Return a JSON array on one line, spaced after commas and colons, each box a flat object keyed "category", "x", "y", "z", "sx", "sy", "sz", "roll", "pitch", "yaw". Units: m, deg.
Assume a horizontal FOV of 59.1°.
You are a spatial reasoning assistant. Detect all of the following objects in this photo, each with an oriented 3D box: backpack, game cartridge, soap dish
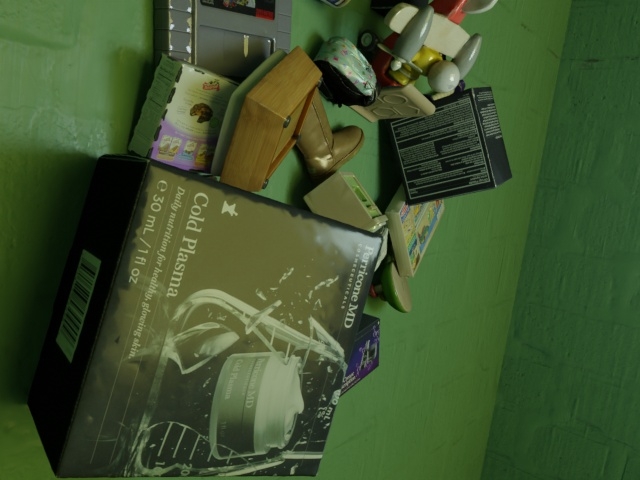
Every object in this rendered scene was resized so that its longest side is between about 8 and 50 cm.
[{"category": "backpack", "x": 0.060, "y": -0.436, "z": 1.468, "sx": 0.182, "sy": 0.152, "sz": 0.115, "roll": 38, "pitch": 71, "yaw": -37}, {"category": "game cartridge", "x": -0.187, "y": -0.460, "z": 1.181, "sx": 0.355, "sy": 0.068, "sz": 0.230, "roll": -15, "pitch": 117, "yaw": -51}, {"category": "soap dish", "x": -0.106, "y": -0.251, "z": 1.181, "sx": 0.229, "sy": 0.118, "sz": 0.291, "roll": -64, "pitch": 179, "yaw": 40}]

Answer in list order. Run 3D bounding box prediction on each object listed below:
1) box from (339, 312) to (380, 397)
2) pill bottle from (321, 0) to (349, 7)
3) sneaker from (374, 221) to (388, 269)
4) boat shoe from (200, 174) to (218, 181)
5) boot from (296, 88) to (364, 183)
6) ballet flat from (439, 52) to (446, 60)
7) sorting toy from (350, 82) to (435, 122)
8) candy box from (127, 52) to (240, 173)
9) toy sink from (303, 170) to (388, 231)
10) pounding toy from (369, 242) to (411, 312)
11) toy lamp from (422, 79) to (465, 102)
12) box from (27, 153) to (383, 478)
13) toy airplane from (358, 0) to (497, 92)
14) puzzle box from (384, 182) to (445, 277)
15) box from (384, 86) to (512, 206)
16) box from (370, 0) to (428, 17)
[{"category": "box", "x": 0.079, "y": 0.360, "z": 1.786, "sx": 0.261, "sy": 0.103, "sz": 0.184, "roll": -24, "pitch": 117, "yaw": -48}, {"category": "pill bottle", "x": 0.003, "y": -0.630, "z": 1.352, "sx": 0.169, "sy": 0.094, "sz": 0.094, "roll": -1, "pitch": 102, "yaw": -54}, {"category": "sneaker", "x": 0.170, "y": 0.050, "z": 1.808, "sx": 0.232, "sy": 0.090, "sz": 0.115, "roll": -62, "pitch": 151, "yaw": -30}, {"category": "boat shoe", "x": -0.288, "y": -0.121, "z": 1.150, "sx": 0.190, "sy": 0.068, "sz": 0.072, "roll": -23, "pitch": 108, "yaw": -49}, {"category": "boot", "x": 0.008, "y": -0.315, "z": 1.472, "sx": 0.236, "sy": 0.089, "sz": 0.269, "roll": -53, "pitch": 138, "yaw": -30}, {"category": "ballet flat", "x": 0.426, "y": -0.646, "z": 1.971, "sx": 0.057, "sy": 0.049, "sz": 0.173, "roll": -41, "pitch": 132, "yaw": -38}, {"category": "sorting toy", "x": 0.197, "y": -0.394, "z": 1.609, "sx": 0.193, "sy": 0.208, "sz": 0.038, "roll": 17, "pitch": 74, "yaw": -55}, {"category": "candy box", "x": -0.258, "y": -0.239, "z": 1.097, "sx": 0.165, "sy": 0.070, "sz": 0.196, "roll": 4, "pitch": 115, "yaw": -54}, {"category": "toy sink", "x": 0.089, "y": -0.058, "z": 1.497, "sx": 0.234, "sy": 0.131, "sz": 0.153, "roll": 56, "pitch": 18, "yaw": 5}, {"category": "pounding toy", "x": 0.231, "y": 0.151, "z": 1.947, "sx": 0.183, "sy": 0.110, "sz": 0.237, "roll": 59, "pitch": 24, "yaw": -32}, {"category": "toy lamp", "x": 0.435, "y": -0.519, "z": 2.001, "sx": 0.275, "sy": 0.080, "sz": 0.080, "roll": -37, "pitch": 129, "yaw": -44}, {"category": "box", "x": -0.202, "y": 0.142, "z": 1.031, "sx": 0.472, "sy": 0.297, "sz": 0.479, "roll": 16, "pitch": 89, "yaw": -36}, {"category": "toy airplane", "x": 0.316, "y": -0.534, "z": 1.523, "sx": 0.386, "sy": 0.272, "sz": 0.384, "roll": -20, "pitch": 167, "yaw": -10}, {"category": "puzzle box", "x": 0.337, "y": -0.105, "z": 1.957, "sx": 0.409, "sy": 0.052, "sz": 0.272, "roll": -56, "pitch": 138, "yaw": -42}, {"category": "box", "x": 0.394, "y": -0.286, "z": 1.742, "sx": 0.183, "sy": 0.296, "sz": 0.294, "roll": -23, "pitch": 100, "yaw": -53}, {"category": "box", "x": 0.242, "y": -0.750, "z": 1.631, "sx": 0.153, "sy": 0.108, "sz": 0.207, "roll": 3, "pitch": 99, "yaw": -55}]
